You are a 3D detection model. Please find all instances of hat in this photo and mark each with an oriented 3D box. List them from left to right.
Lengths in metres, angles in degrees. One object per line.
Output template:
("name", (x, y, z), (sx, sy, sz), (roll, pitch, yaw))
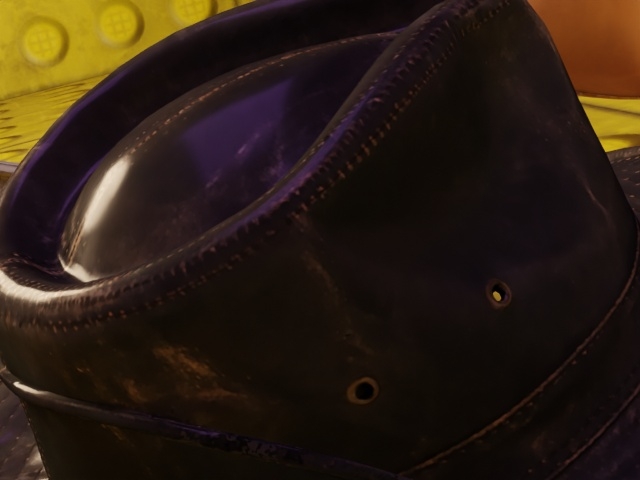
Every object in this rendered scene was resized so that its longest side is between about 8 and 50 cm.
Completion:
("hat", (0.000, 0.000, 0.429), (0.331, 0.134, 0.331), (-15, 25, 7))

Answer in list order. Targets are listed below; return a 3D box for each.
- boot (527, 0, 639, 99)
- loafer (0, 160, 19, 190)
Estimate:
("boot", (0.186, -0.077, 0.546), (0.284, 0.109, 0.220), (3, 24, 19))
("loafer", (-0.278, 0.008, 0.816), (0.320, 0.112, 0.111), (-9, 3, -25))
